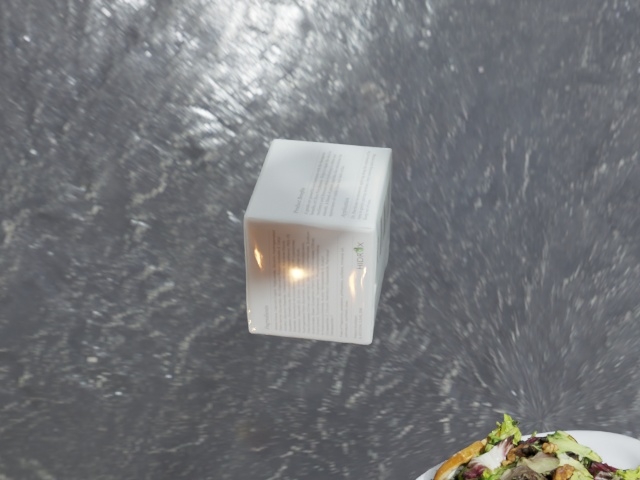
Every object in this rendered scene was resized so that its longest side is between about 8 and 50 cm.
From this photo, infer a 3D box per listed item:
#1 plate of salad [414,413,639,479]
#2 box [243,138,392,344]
[{"bbox_3d":[0.151,0.173,0.947,0.199,0.200,0.048,-12,99,8],"label":"plate of salad"},{"bbox_3d":[0.000,0.000,0.862,0.087,0.101,0.102,6,126,7],"label":"box"}]
